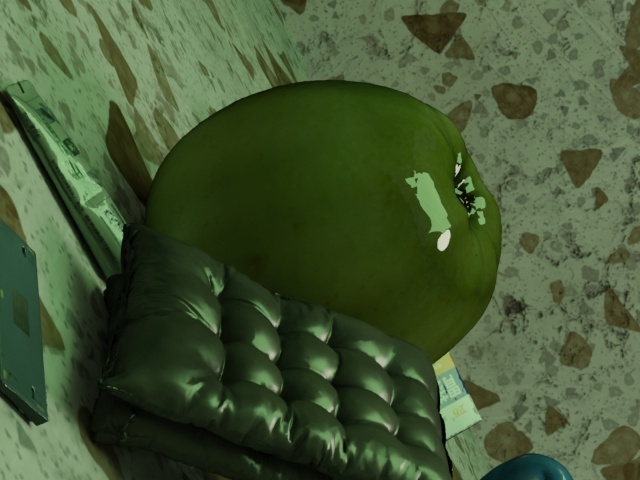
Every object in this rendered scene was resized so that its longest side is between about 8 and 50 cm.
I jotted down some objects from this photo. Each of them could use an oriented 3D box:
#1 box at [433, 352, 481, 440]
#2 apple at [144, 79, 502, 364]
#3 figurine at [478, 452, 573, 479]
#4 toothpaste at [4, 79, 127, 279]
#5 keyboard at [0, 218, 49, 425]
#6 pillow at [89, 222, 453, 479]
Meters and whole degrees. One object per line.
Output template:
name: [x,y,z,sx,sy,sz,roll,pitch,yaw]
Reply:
box: [0.039,0.127,1.793,0.200,0.106,0.299,-21,85,-45]
apple: [0.000,0.000,1.517,0.357,0.357,0.357,62,9,-17]
figurine: [0.196,0.468,1.832,0.298,0.243,0.416,67,22,-63]
toothpaste: [-0.213,-0.045,1.333,0.218,0.041,0.064,60,15,-7]
keyboard: [-0.219,0.053,1.082,0.055,0.014,0.176,55,12,-42]
pillow: [-0.034,0.123,1.247,0.326,0.101,0.228,22,29,-16]
